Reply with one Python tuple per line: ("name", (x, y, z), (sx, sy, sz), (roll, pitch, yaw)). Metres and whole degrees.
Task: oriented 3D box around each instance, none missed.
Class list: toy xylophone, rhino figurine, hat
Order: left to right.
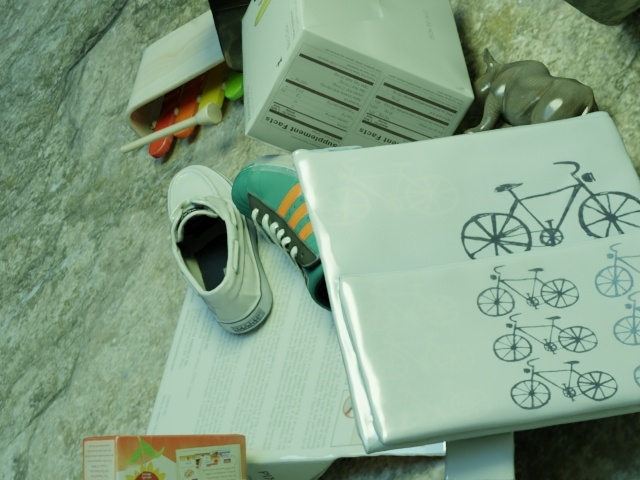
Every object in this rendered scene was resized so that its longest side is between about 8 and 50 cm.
("toy xylophone", (-0.164, -0.215, 2.291), (0.322, 0.081, 0.236), (-15, 49, 46))
("hat", (-0.043, -0.275, 2.083), (0.331, 0.331, 0.134), (8, 105, 55))
("rhino figurine", (0.205, -0.137, 1.734), (0.106, 0.073, 0.243), (-57, 30, 4))

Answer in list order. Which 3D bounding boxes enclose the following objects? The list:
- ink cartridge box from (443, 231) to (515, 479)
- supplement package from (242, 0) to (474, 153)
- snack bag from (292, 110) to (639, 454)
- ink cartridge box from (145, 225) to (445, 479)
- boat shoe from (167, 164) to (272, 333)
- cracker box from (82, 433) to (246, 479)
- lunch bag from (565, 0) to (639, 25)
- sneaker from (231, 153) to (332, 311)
("ink cartridge box", (0.141, 0.117, 1.493), (0.065, 0.165, 0.333), (-2, 50, 5))
("supplement package", (0.033, -0.202, 1.845), (0.145, 0.204, 0.262), (-60, 19, 30))
("snack bag", (0.161, 0.018, 1.445), (0.323, 0.037, 0.343), (-8, 50, -7))
("ink cartridge box", (0.013, 0.118, 1.773), (0.385, 0.091, 0.308), (-7, 53, 30))
("boat shoe", (-0.122, -0.011, 1.846), (0.095, 0.084, 0.258), (-36, 43, 5))
("cracker box", (-0.149, 0.305, 1.628), (0.067, 0.155, 0.232), (-11, 77, 49))
("lunch bag", (0.319, -0.359, 1.619), (0.305, 0.256, 0.213), (-31, 40, 32))
("sneaker", (0.000, 0.000, 1.733), (0.302, 0.108, 0.121), (20, 65, 42))
